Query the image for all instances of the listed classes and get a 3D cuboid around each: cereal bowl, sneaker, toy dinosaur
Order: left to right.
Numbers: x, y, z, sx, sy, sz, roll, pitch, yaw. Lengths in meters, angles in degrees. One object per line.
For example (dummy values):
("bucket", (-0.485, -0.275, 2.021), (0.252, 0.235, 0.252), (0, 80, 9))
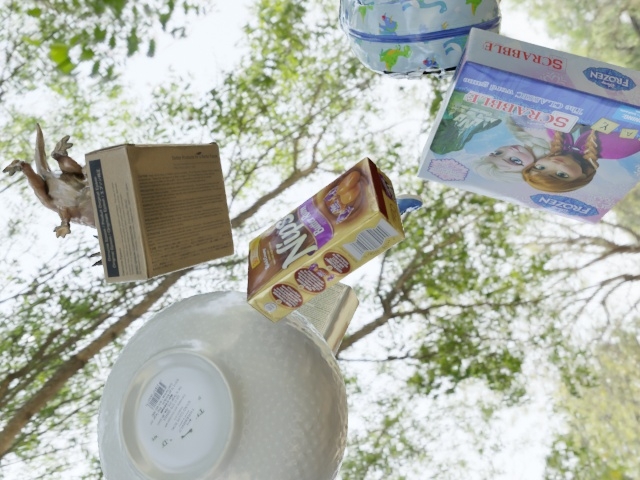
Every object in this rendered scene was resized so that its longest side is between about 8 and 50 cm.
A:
("toy dinosaur", (-0.408, -0.062, 1.199), (0.295, 0.127, 0.200), (40, 167, 19))
("cereal bowl", (-0.143, 0.223, 0.877), (0.141, 0.338, 0.339), (32, -137, -65))
("sneaker", (0.150, -0.047, 1.487), (0.058, 0.152, 0.085), (100, 161, -58))

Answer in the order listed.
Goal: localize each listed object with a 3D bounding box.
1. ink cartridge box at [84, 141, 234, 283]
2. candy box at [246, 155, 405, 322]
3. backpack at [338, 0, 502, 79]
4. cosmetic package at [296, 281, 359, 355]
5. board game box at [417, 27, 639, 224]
("ink cartridge box", (-0.238, -0.050, 1.085), (0.234, 0.088, 0.193), (-16, -81, -64))
("candy box", (0.000, 0.000, 0.793), (0.053, 0.186, 0.109), (41, -155, -30))
("backpack", (0.168, -0.386, 1.175), (0.356, 0.290, 0.273), (-85, -6, -50))
("cosmetic package", (-0.029, 0.248, 1.873), (0.296, 0.153, 0.129), (-61, -27, -18))
("board game box", (0.334, -0.155, 1.069), (0.318, 0.318, 0.066), (99, -173, -66))
